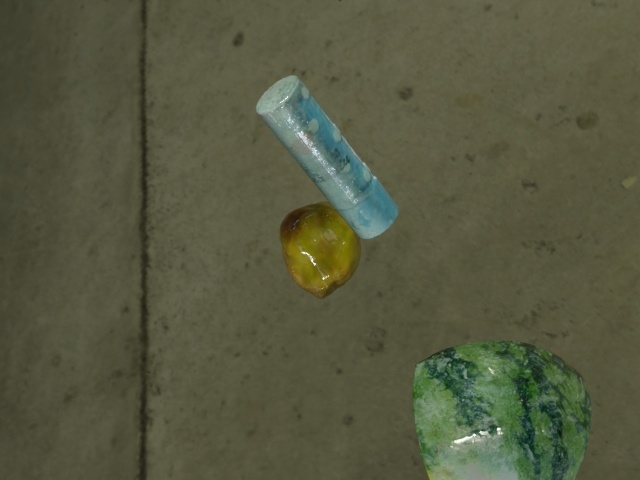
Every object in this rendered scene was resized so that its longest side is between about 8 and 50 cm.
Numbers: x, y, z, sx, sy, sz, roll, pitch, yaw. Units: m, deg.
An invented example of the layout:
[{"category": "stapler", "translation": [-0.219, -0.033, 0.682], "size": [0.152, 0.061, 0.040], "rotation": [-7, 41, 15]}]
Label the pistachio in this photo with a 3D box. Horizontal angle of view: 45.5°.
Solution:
[{"category": "pistachio", "translation": [0.003, -0.001, 1.075], "size": [0.110, 0.100, 0.189], "rotation": [-31, 24, 15]}]

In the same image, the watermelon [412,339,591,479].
[{"category": "watermelon", "translation": [0.241, 0.268, 1.047], "size": [0.260, 0.255, 0.176], "rotation": [-73, -5, -54]}]

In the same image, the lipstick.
[{"category": "lipstick", "translation": [0.008, -0.070, 0.667], "size": [0.048, 0.158, 0.048], "rotation": [-29, 31, 20]}]
